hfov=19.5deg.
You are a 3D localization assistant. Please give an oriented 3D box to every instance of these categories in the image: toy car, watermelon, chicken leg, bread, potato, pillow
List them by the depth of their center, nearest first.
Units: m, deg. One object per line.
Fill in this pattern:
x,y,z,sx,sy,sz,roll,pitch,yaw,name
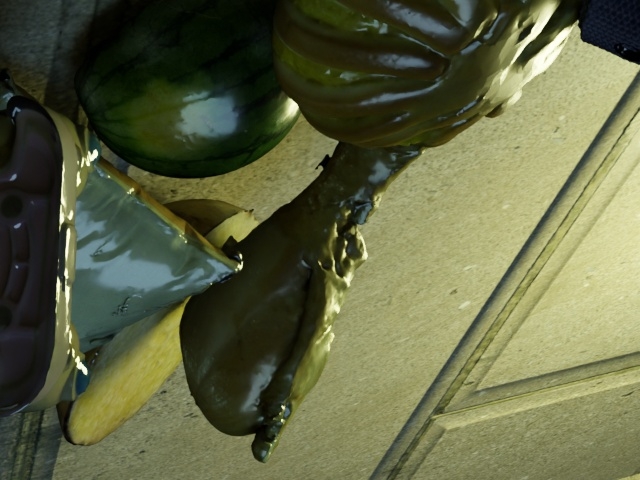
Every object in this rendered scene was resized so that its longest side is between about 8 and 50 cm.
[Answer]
-0.338,0.017,1.477,0.336,0.242,0.226,1,174,9,toy car
0.103,-0.193,1.498,0.333,0.160,0.333,-33,158,-16,bread
-0.089,-0.128,1.605,0.232,0.127,0.204,-16,154,-22,watermelon
-0.281,0.004,1.665,0.312,0.119,0.310,-31,129,28,pillow
0.000,0.000,1.797,0.152,0.201,0.429,29,106,-17,chicken leg
-0.194,0.061,1.886,0.299,0.116,0.239,-55,169,0,potato

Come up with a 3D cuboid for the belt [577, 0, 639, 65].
0.310,-0.240,1.532,0.230,0.126,0.140,-59,166,-21,belt
